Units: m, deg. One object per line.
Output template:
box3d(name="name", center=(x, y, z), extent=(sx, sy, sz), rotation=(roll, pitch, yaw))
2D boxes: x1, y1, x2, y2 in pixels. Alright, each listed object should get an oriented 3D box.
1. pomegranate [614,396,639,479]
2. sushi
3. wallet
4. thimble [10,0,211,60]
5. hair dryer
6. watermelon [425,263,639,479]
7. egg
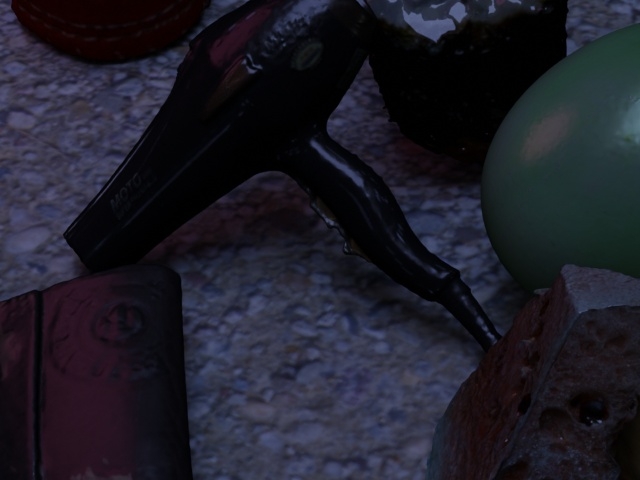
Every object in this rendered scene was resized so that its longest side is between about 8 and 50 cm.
box3d(name="pomegranate", center=(0.259, 0.114, 1.161), extent=(0.196, 0.196, 0.196), rotation=(-2, 46, 3))
box3d(name="sushi", center=(0.102, -0.216, 1.483), extent=(0.196, 0.182, 0.343), rotation=(0, 41, -5))
box3d(name="wallet", center=(-0.172, 0.152, 1.229), extent=(0.170, 0.044, 0.321), rotation=(-14, 46, 6))
box3d(name="thimble", center=(-0.199, -0.257, 1.593), extent=(0.189, 0.125, 0.163), rotation=(19, 53, 21))
box3d(name="hair dryer", center=(0.000, 0.000, 1.325), extent=(0.359, 0.120, 0.304), rotation=(46, 100, 12))
box3d(name="watermelon", center=(0.145, 0.109, 1.136), extent=(0.094, 0.241, 0.154), rotation=(14, 37, -15))
box3d(name="egg", center=(0.248, -0.049, 1.283), extent=(0.269, 0.220, 0.220), rotation=(-13, 46, -6))
